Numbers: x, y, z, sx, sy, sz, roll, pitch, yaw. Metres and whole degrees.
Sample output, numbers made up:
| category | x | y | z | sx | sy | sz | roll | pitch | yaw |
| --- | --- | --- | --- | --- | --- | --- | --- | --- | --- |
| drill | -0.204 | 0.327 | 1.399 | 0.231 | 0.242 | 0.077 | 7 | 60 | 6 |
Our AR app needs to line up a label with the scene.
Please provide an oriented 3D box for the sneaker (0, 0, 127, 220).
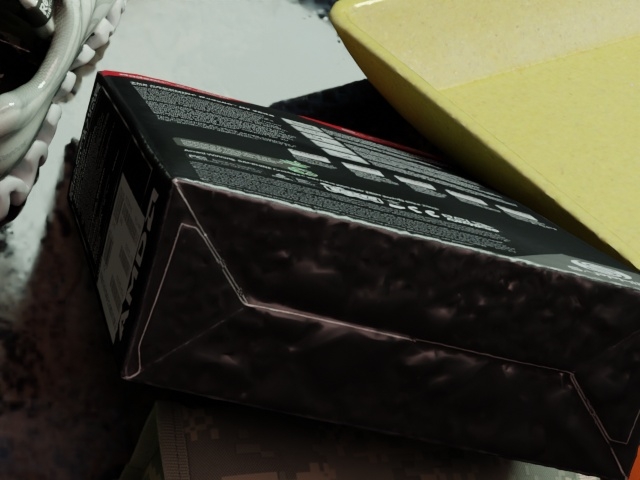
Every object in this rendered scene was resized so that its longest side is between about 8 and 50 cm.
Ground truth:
| category | x | y | z | sx | sy | sz | roll | pitch | yaw |
| --- | --- | --- | --- | --- | --- | --- | --- | --- | --- |
| sneaker | -0.170 | -0.152 | 0.935 | 0.110 | 0.118 | 0.292 | 19 | 59 | -10 |

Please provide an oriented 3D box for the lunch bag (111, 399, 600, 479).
| category | x | y | z | sx | sy | sz | roll | pitch | yaw |
| --- | --- | --- | --- | --- | --- | --- | --- | --- | --- |
| lunch bag | 0.032 | 0.231 | 0.769 | 0.235 | 0.169 | 0.287 | 0 | 62 | -19 |

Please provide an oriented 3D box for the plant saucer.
| category | x | y | z | sx | sy | sz | roll | pitch | yaw |
| --- | --- | --- | --- | --- | --- | --- | --- | --- | --- |
| plant saucer | 0.223 | -0.075 | 0.976 | 0.332 | 0.081 | 0.333 | -18 | 42 | -27 |

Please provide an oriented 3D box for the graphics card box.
| category | x | y | z | sx | sy | sz | roll | pitch | yaw |
| --- | --- | --- | --- | --- | --- | --- | --- | --- | --- |
| graphics card box | 0.000 | 0.000 | 0.802 | 0.232 | 0.371 | 0.094 | 14 | 98 | -16 |

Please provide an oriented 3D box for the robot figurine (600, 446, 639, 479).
| category | x | y | z | sx | sy | sz | roll | pitch | yaw |
| --- | --- | --- | --- | --- | --- | --- | --- | --- | --- |
| robot figurine | 0.230 | 0.191 | 0.903 | 0.128 | 0.158 | 0.219 | -31 | 104 | -26 |
